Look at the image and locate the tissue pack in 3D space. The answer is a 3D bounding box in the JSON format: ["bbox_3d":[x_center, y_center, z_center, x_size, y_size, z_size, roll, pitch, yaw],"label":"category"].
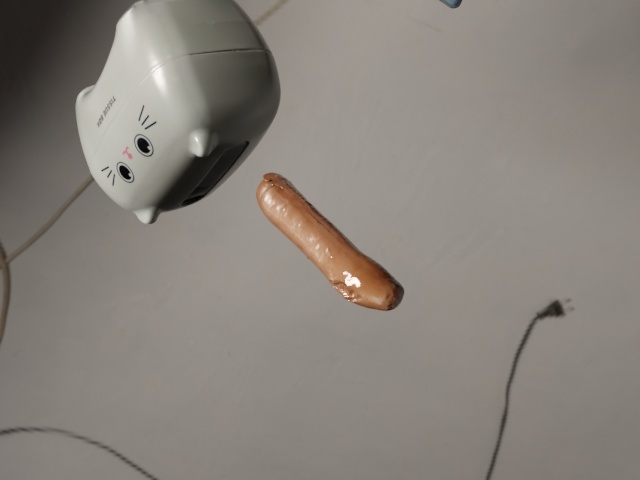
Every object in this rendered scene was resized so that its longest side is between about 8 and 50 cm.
[{"bbox_3d":[-0.209,-0.183,1.395,0.230,0.235,0.333,-15,163,-38],"label":"tissue pack"}]

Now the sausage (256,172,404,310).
[{"bbox_3d":[0.000,0.000,0.784,0.043,0.186,0.043,-23,134,-25],"label":"sausage"}]

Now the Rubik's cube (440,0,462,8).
[{"bbox_3d":[0.115,-0.454,1.158,0.229,0.233,0.228,31,100,11],"label":"Rubik's cube"}]
